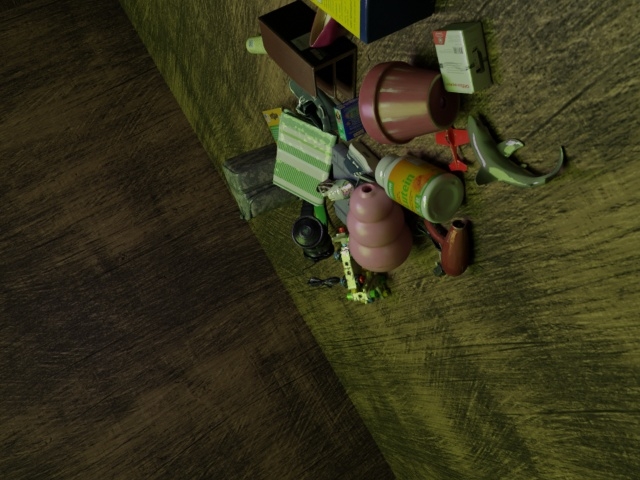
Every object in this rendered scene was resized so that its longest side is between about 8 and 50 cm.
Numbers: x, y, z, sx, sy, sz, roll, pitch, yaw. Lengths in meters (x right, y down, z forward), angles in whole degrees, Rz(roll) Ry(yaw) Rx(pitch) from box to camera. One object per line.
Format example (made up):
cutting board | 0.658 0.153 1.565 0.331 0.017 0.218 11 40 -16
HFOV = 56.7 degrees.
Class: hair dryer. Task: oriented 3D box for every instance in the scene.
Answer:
hair dryer | 0.345 0.004 1.723 0.223 0.080 0.293 61 161 2

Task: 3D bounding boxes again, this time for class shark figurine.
shark figurine | 0.404 -0.149 1.301 0.278 0.116 0.166 43 156 46

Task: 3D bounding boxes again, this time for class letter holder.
letter holder | -0.038 -0.546 1.808 0.302 0.152 0.214 49 160 30

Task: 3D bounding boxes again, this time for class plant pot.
plant pot | 0.222 -0.329 1.414 0.180 0.201 0.201 10 129 47

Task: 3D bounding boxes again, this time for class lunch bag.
lunch bag | -0.231 -0.247 2.523 0.212 0.305 0.256 39 148 53

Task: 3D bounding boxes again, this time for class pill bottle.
pill bottle | 0.260 -0.153 1.622 0.246 0.136 0.136 38 151 49

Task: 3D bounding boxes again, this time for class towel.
towel | -0.063 -0.299 2.198 0.248 0.038 0.325 30 133 21

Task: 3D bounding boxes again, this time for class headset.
headset | 0.000 0.000 2.351 0.243 0.185 0.394 60 -149 -58

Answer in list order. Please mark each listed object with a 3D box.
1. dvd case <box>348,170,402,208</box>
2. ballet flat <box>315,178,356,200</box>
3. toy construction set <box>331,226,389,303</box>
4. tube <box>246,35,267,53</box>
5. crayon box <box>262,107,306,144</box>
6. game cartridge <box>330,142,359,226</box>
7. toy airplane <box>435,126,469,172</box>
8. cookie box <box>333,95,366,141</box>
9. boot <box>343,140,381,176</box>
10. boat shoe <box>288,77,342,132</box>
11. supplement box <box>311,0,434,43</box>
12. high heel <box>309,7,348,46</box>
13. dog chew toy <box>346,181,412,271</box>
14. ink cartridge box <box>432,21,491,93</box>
dvd case | 0.185 -0.135 1.898 0.164 0.018 0.221 23 157 1
ballet flat | 0.047 -0.174 2.067 0.221 0.079 0.077 18 133 64
toy construction set | 0.144 0.095 2.262 0.151 0.215 0.327 -27 86 32
tube | -0.184 -0.700 2.119 0.070 0.062 0.240 20 -178 -36
crayon box | -0.096 -0.374 2.311 0.203 0.083 0.323 16 134 64
game cartridge | 0.125 -0.149 2.112 0.230 0.068 0.355 53 160 35
toy airplane | 0.334 -0.232 1.486 0.151 0.028 0.151 49 157 29
cookie box | 0.097 -0.369 1.803 0.040 0.092 0.107 42 154 50
boot | 0.143 -0.229 1.895 0.190 0.069 0.086 57 139 37
boat shoe | -0.031 -0.463 1.986 0.319 0.099 0.116 48 158 34
supplement box | 0.074 -0.633 1.315 0.356 0.195 0.194 49 158 30
high heel | 0.012 -0.639 1.588 0.082 0.117 0.244 49 159 31
dog chew toy | 0.173 -0.050 1.836 0.206 0.206 0.332 45 164 39
ink cartridge box | 0.305 -0.394 1.279 0.099 0.056 0.135 31 145 57
